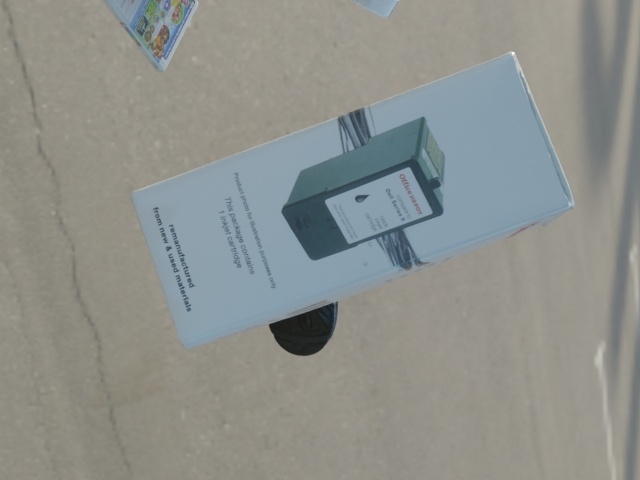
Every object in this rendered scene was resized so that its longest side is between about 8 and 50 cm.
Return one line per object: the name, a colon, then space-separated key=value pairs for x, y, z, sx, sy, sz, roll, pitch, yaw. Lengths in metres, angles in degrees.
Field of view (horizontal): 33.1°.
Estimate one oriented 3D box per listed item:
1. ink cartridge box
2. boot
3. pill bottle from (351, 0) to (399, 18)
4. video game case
ink cartridge box: x=0.028 y=-0.023 z=0.835 sx=0.211 sy=0.289 sz=0.122 roll=35 pitch=36 yaw=-85
boot: x=0.000 y=0.000 z=1.392 sx=0.207 sy=0.094 sz=0.246 roll=-41 pitch=127 yaw=-63
pill bottle: x=0.077 y=-0.318 z=1.064 sx=0.180 sy=0.108 sz=0.108 roll=-60 pitch=163 yaw=16
video game case: x=-0.162 y=-0.230 z=1.018 sx=0.087 sy=0.011 sz=0.122 roll=-68 pitch=150 yaw=-21
